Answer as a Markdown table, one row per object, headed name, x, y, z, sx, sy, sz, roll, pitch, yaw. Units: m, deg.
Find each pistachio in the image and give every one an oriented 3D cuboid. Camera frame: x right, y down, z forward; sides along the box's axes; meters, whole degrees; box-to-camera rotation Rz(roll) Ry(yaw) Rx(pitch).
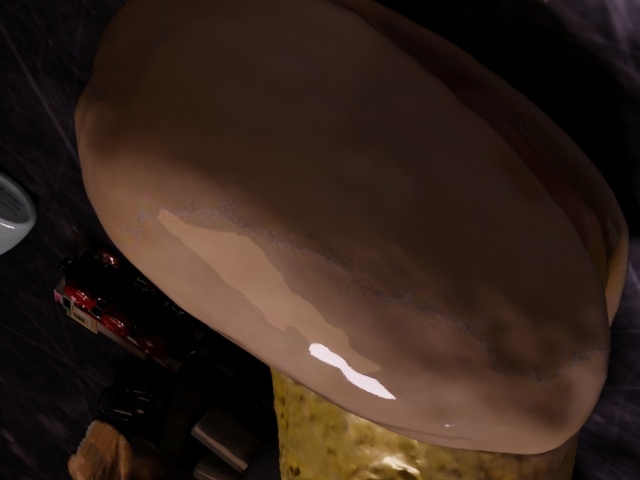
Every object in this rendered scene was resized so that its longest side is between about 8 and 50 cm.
| name | x | y | z | sx | sy | sz | roll | pitch | yaw |
| --- | --- | --- | --- | --- | --- | --- | --- | --- | --- |
| pistachio | 0.015 | -0.021 | 0.689 | 0.299 | 0.187 | 0.187 | 28 | 152 | 5 |

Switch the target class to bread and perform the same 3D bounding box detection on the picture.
| name | x | y | z | sx | sy | sz | roll | pitch | yaw |
| --- | --- | --- | --- | --- | --- | --- | --- | --- | --- |
| bread | 0.055 | 0.122 | 0.825 | 0.197 | 0.197 | 0.171 | 10 | 99 | 42 |

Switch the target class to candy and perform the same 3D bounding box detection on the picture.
| name | x | y | z | sx | sy | sz | roll | pitch | yaw |
| --- | --- | --- | --- | --- | --- | --- | --- | --- | --- |
| candy | -0.103 | 0.249 | 1.083 | 0.271 | 0.101 | 0.143 | 46 | 143 | 11 |

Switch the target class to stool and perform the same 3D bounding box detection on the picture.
| name | x | y | z | sx | sy | sz | roll | pitch | yaw |
| --- | --- | --- | --- | --- | --- | --- | --- | --- | --- |
| stool | 0.002 | 0.150 | 1.016 | 0.139 | 0.153 | 0.228 | 41 | 113 | 17 |

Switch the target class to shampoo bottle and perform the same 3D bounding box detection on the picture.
| name | x | y | z | sx | sy | sz | roll | pitch | yaw |
| --- | --- | --- | --- | --- | --- | --- | --- | --- | --- |
| shampoo bottle | -0.298 | -0.010 | 1.218 | 0.069 | 0.041 | 0.190 | 36 | 154 | -9 |

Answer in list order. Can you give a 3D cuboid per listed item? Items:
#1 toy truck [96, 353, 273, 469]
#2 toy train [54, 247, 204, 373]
| name | x | y | z | sx | sy | sz | roll | pitch | yaw |
| --- | --- | --- | --- | --- | --- | --- | --- | --- | --- |
| toy truck | -0.134 | 0.208 | 1.271 | 0.165 | 0.147 | 0.224 | 18 | 158 | -11 |
| toy train | -0.160 | 0.063 | 1.157 | 0.138 | 0.050 | 0.087 | 33 | 157 | 7 |
